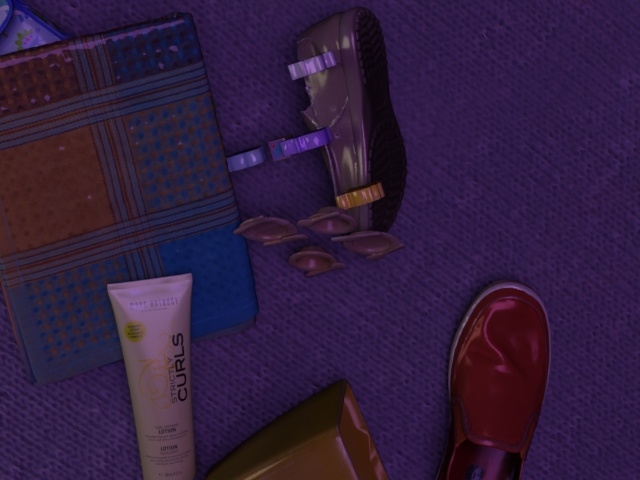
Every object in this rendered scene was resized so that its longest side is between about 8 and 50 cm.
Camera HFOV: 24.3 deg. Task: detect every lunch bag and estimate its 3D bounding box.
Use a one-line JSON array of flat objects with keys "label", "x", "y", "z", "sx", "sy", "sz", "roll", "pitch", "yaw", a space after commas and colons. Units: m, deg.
[{"label": "lunch bag", "x": -0.347, "y": -0.199, "z": 1.596, "sx": 0.151, "sy": 0.096, "sz": 0.129, "roll": 36, "pitch": 94, "yaw": -6}]

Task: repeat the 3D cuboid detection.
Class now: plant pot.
[{"label": "plant pot", "x": -0.022, "y": 0.303, "z": 1.639, "sx": 0.187, "sy": 0.212, "sz": 0.212, "roll": -21, "pitch": 97, "yaw": 7}]

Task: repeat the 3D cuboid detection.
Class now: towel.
[{"label": "towel", "x": -0.227, "y": -0.041, "z": 1.605, "sx": 0.271, "sy": 0.040, "sz": 0.370, "roll": -14, "pitch": 113, "yaw": -7}]

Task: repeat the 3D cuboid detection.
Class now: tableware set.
[{"label": "tableware set", "x": 0.000, "y": 0.000, "z": 1.628, "sx": 0.169, "sy": 0.141, "sz": 0.020, "roll": 30, "pitch": 54, "yaw": -47}]

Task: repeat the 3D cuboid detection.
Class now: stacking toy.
[{"label": "stacking toy", "x": -0.052, "y": -0.096, "z": 1.622, "sx": 0.221, "sy": 0.052, "sz": 0.167, "roll": -16, "pitch": 98, "yaw": 28}]

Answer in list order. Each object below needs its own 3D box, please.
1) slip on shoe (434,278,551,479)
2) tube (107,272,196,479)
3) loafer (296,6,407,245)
[{"label": "slip on shoe", "x": 0.198, "y": 0.210, "z": 1.707, "sx": 0.123, "sy": 0.101, "sz": 0.331, "roll": 13, "pitch": 91, "yaw": -7}, {"label": "tube", "x": -0.178, "y": 0.155, "z": 1.641, "sx": 0.070, "sy": 0.062, "sz": 0.240, "roll": -24, "pitch": 117, "yaw": -50}, {"label": "loafer", "x": 0.031, "y": -0.126, "z": 1.662, "sx": 0.092, "sy": 0.102, "sz": 0.268, "roll": 3, "pitch": 107, "yaw": 30}]
